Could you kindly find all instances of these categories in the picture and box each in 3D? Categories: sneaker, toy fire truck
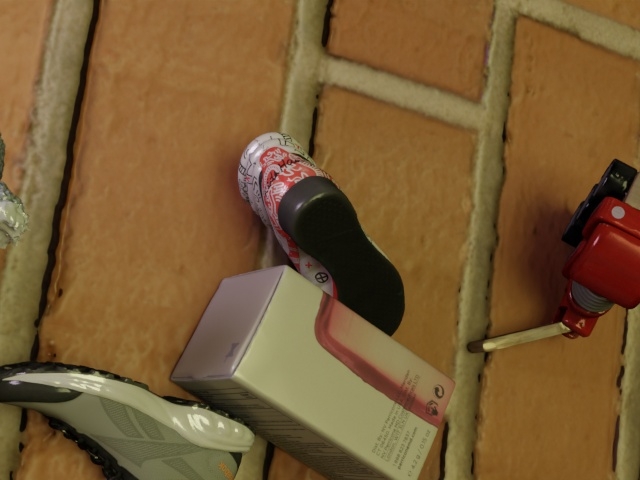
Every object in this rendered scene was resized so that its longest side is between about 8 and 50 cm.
[{"bbox_3d":[-0.189,0.183,1.091,0.271,0.100,0.108,25,77,-26],"label":"sneaker"},{"bbox_3d":[0.301,0.049,1.341,0.158,0.217,0.246,28,73,6],"label":"toy fire truck"},{"bbox_3d":[0.001,-0.001,1.227,0.090,0.145,0.270,-35,138,-6],"label":"sneaker"}]

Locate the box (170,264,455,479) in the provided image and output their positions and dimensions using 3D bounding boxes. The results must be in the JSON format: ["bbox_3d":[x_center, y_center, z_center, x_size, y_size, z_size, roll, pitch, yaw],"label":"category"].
[{"bbox_3d":[-0.006,0.142,1.172,0.232,0.148,0.127,36,66,-22],"label":"box"}]

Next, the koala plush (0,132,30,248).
[{"bbox_3d":[-0.333,-0.045,0.938,0.203,0.221,0.196,-7,69,-54],"label":"koala plush"}]
